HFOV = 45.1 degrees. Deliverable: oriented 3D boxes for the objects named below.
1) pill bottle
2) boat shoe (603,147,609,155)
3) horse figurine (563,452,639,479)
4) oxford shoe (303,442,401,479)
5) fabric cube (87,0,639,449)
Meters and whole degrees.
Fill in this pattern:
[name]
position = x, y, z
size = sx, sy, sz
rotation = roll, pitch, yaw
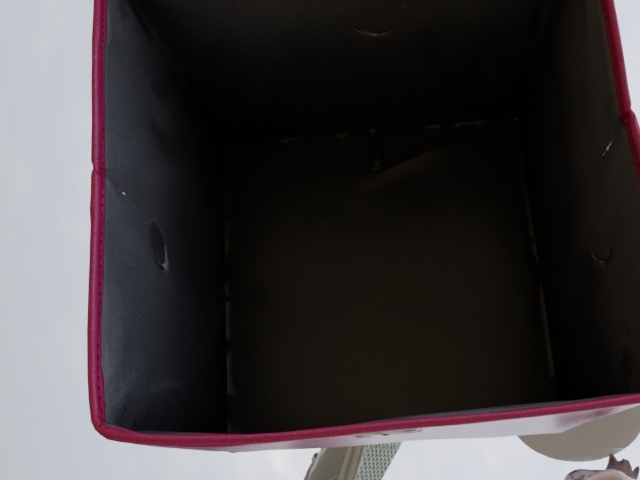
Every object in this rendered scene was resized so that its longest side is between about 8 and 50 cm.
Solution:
[pill bottle]
position = 0.369, 0.124, 1.172
size = 0.229, 0.407, 0.229
rotation = 5, -58, 9
[boat shoe]
position = 0.335, -0.111, 0.987
size = 0.095, 0.257, 0.095
rotation = -9, -111, 28
[horse figurine]
position = 0.242, 0.194, 0.498
size = 0.263, 0.175, 0.066
rotation = 3, -108, 69
[oxford shoe]
position = 0.057, 0.403, 1.458
size = 0.130, 0.169, 0.449
rotation = 22, -94, 38
[fabric cube]
position = 0.029, -0.007, 0.468
size = 0.258, 0.254, 0.259
rotation = 72, 14, -72
